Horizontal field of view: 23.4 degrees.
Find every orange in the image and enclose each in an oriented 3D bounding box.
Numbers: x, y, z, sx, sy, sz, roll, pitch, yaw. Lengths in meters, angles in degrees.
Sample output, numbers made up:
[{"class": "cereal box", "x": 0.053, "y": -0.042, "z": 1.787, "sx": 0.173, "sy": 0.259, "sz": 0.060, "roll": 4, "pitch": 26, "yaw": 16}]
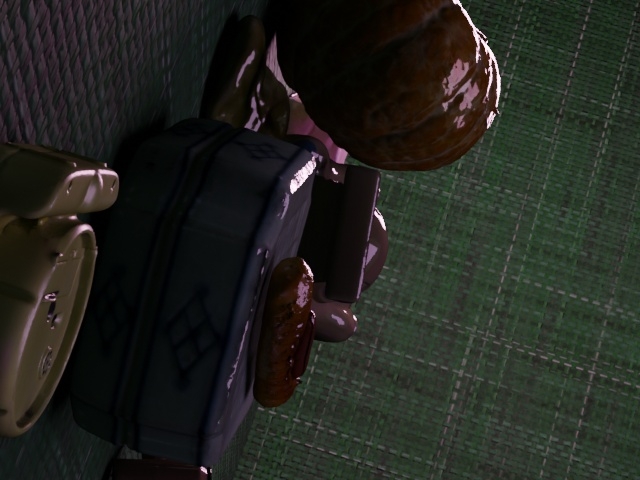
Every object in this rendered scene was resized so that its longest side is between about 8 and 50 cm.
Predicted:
[{"class": "orange", "x": 0.087, "y": -0.238, "z": 2.021, "sx": 0.249, "sy": 0.329, "sz": 0.329, "roll": -31, "pitch": -172, "yaw": 15}]

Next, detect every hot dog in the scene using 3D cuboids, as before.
[{"class": "hot dog", "x": -0.029, "y": 0.083, "z": 1.377, "sx": 0.215, "sy": 0.047, "sz": 0.066, "roll": 101, "pitch": 4, "yaw": -55}]

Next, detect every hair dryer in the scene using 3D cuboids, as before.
[{"class": "hair dryer", "x": -0.191, "y": 0.245, "z": 1.831, "sx": 0.181, "sy": 0.117, "sz": 0.064, "roll": -98, "pitch": -165, "yaw": -47}]

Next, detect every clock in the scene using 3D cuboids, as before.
[{"class": "clock", "x": -0.197, "y": 0.055, "z": 0.962, "sx": 0.170, "sy": 0.069, "sz": 0.232, "roll": -37, "pitch": 144, "yaw": -84}]

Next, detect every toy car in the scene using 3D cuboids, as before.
[{"class": "toy car", "x": 0.000, "y": 0.000, "z": 1.950, "sx": 0.336, "sy": 0.226, "sz": 0.242, "roll": 26, "pitch": 72, "yaw": -69}]

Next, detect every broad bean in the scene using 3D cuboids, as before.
[{"class": "broad bean", "x": -0.089, "y": -0.160, "z": 1.720, "sx": 0.206, "sy": 0.072, "sz": 0.153, "roll": 67, "pitch": 36, "yaw": -66}]

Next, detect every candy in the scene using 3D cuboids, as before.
[{"class": "candy", "x": -0.027, "y": -0.103, "z": 2.467, "sx": 0.155, "sy": 0.116, "sz": 0.265, "roll": -43, "pitch": 148, "yaw": -77}]

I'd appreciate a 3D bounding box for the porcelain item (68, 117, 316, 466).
[{"class": "porcelain item", "x": -0.117, "y": 0.040, "z": 1.413, "sx": 0.286, "sy": 0.157, "sz": 0.281, "roll": -56, "pitch": 161, "yaw": -74}]
